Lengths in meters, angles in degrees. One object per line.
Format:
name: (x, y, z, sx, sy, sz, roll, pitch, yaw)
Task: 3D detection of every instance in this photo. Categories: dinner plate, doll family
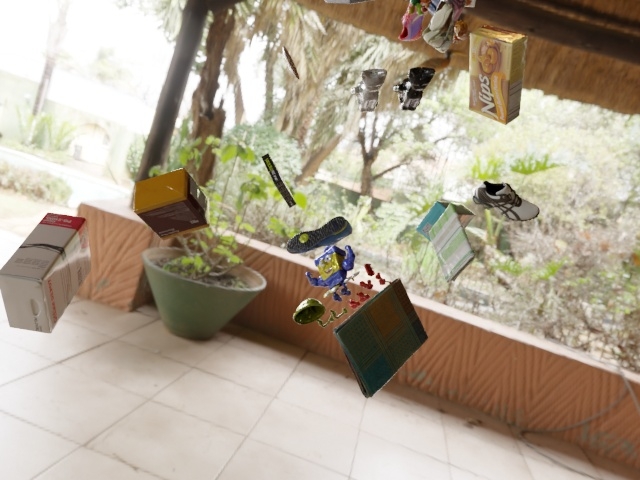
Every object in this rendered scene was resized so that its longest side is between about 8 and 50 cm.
dinner plate: (-0.121, -0.708, 1.999, 0.017, 0.141, 0.141, -23, -5, 13)
doll family: (0.366, -0.660, 1.404, 0.163, 0.118, 0.263, 55, -16, 27)

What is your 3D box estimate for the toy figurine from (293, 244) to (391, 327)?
toy figurine: (0.047, 0.129, 1.774, 0.191, 0.362, 0.217, 18, 43, -44)

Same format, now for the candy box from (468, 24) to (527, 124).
candy box: (0.639, -0.600, 1.820, 0.183, 0.087, 0.316, 40, -23, 40)

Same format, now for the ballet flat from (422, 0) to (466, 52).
ballet flat: (0.300, -0.539, 1.246, 0.077, 0.079, 0.221, 48, -12, 10)

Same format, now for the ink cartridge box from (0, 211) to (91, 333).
ink cartridge box: (-0.639, 0.073, 1.175, 0.100, 0.172, 0.237, 9, 36, -5)

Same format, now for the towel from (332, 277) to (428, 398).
towel: (0.218, 0.329, 1.729, 0.370, 0.271, 0.040, -33, 12, -39)

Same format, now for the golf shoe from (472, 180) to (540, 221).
golf shoe: (0.553, -0.119, 1.471, 0.198, 0.077, 0.094, 17, -29, 10)

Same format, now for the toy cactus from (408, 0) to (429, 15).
toy cactus: (0.294, -0.842, 1.664, 0.219, 0.112, 0.180, 58, 7, -4)

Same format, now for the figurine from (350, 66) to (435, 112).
figurine: (0.204, -0.443, 1.430, 0.215, 0.092, 0.209, -3, -3, -3)

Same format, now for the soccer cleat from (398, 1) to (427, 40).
soccer cleat: (0.383, -0.934, 2.053, 0.095, 0.083, 0.248, -17, -31, -10)

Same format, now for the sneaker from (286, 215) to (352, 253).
sneaker: (0.000, 0.000, 1.512, 0.082, 0.209, 0.069, 52, 17, -54)

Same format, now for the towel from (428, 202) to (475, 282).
towel: (0.300, 0.006, 1.140, 0.023, 0.113, 0.152, 6, 51, -20)

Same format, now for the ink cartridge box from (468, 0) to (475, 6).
ink cartridge box: (0.581, -1.061, 2.083, 0.153, 0.087, 0.208, 13, 7, 14)

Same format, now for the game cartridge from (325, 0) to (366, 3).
game cartridge: (0.172, -0.891, 1.773, 0.294, 0.060, 0.196, -26, 40, -28)

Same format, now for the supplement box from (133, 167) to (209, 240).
supplement box: (-0.519, -0.124, 1.760, 0.191, 0.129, 0.194, -16, -35, 9)

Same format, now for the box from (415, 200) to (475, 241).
box: (0.368, -0.055, 1.446, 0.060, 0.100, 0.244, 43, 23, 23)

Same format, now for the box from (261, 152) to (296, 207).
box: (-0.183, -0.263, 2.198, 0.184, 0.045, 0.191, 65, 3, 36)
